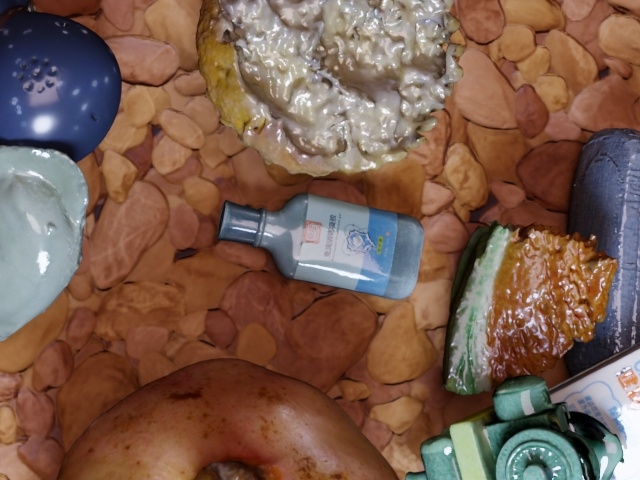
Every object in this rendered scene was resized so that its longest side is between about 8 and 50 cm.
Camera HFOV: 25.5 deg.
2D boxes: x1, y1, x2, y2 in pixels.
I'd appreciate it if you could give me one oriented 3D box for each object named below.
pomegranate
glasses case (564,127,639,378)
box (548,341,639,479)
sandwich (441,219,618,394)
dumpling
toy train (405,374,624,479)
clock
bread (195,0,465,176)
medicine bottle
[{"bbox_3d":[-0.076,0.261,1.252,0.338,0.338,0.338,2,83,-13],"label":"pomegranate"},{"bbox_3d":[0.300,0.020,1.479,0.067,0.109,0.283,9,81,-20],"label":"glasses case"},{"bbox_3d":[0.300,0.264,1.415,0.265,0.048,0.273,-30,90,19],"label":"box"},{"bbox_3d":[0.208,0.074,1.434,0.159,0.109,0.185,12,90,12],"label":"sandwich"},{"bbox_3d":[-0.292,-0.004,1.345,0.152,0.108,0.219,43,113,17],"label":"dumpling"},{"bbox_3d":[0.192,0.317,1.354,0.237,0.150,0.369,-16,86,29],"label":"toy train"},{"bbox_3d":[-0.309,-0.165,1.353,0.243,0.146,0.200,34,74,1],"label":"clock"},{"bbox_3d":[0.003,-0.185,1.420,0.274,0.149,0.274,3,76,-14],"label":"bread"},{"bbox_3d":[0.000,0.000,1.442,0.208,0.053,0.090,12,80,-11],"label":"medicine bottle"}]
